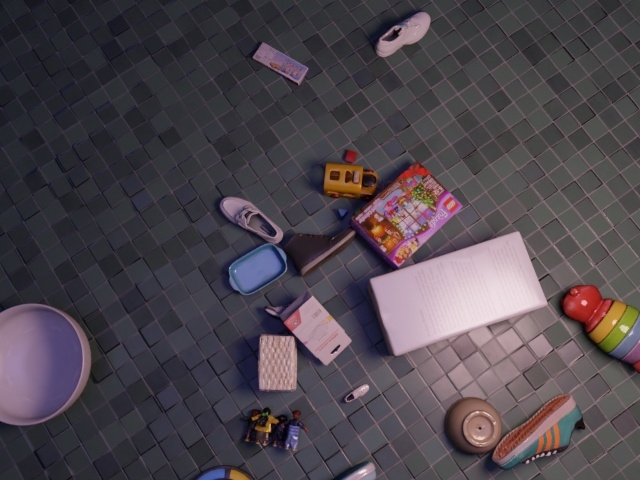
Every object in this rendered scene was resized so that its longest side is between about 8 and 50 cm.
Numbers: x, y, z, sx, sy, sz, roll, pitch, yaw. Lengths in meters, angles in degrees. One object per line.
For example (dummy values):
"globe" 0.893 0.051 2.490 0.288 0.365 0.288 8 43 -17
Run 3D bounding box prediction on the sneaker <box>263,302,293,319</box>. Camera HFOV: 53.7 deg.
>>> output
"sneaker" -0.102 0.213 1.896 0.135 0.052 0.058 17 73 -4

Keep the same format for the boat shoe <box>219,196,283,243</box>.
"boat shoe" -0.212 -0.073 1.935 0.226 0.076 0.083 29 81 7

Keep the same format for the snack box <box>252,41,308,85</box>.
"snack box" -0.130 -0.575 2.058 0.178 0.022 0.064 31 81 7

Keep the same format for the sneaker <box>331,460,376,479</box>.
"sneaker" 0.068 0.774 1.743 0.319 0.127 0.208 -39 79 4

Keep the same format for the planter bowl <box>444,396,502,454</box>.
"planter bowl" 0.441 0.527 1.787 0.162 0.109 0.162 0 78 2

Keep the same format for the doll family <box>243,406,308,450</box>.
"doll family" -0.131 0.535 1.822 0.193 0.076 0.111 11 75 -2

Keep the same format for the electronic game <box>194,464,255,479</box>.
"electronic game" -0.275 0.758 1.791 0.229 0.048 0.229 0 79 1

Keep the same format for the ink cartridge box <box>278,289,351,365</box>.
"ink cartridge box" -0.013 0.257 1.848 0.115 0.067 0.198 -42 111 -6

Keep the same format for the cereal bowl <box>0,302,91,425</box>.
"cereal bowl" -0.823 0.358 1.835 0.339 0.141 0.339 0 78 1

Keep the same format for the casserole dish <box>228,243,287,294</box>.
"casserole dish" -0.189 0.089 1.924 0.188 0.037 0.114 -31 80 -5

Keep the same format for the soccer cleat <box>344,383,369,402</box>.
"soccer cleat" 0.106 0.448 1.847 0.083 0.035 0.029 -29 80 -4

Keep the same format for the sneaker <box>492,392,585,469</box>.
"sneaker" 0.621 0.561 1.763 0.302 0.108 0.121 -32 90 -15

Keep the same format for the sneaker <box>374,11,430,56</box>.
"sneaker" 0.271 -0.674 2.030 0.212 0.094 0.080 -37 79 -6

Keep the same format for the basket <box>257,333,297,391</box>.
"basket" -0.127 0.355 1.837 0.113 0.103 0.167 0 78 1

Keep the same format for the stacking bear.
"stacking bear" 0.835 0.233 1.817 0.289 0.175 0.164 36 75 17

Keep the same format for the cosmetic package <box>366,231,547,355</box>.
"cosmetic package" 0.385 0.158 1.832 0.453 0.161 0.230 -17 79 -2

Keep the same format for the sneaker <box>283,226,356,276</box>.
"sneaker" 0.000 0.000 1.914 0.222 0.083 0.118 -35 75 -8

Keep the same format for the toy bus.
"toy bus" 0.103 -0.182 1.934 0.202 0.104 0.191 -40 81 -6

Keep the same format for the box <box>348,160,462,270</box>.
"box" 0.257 -0.078 1.904 0.293 0.057 0.201 -42 84 -18
